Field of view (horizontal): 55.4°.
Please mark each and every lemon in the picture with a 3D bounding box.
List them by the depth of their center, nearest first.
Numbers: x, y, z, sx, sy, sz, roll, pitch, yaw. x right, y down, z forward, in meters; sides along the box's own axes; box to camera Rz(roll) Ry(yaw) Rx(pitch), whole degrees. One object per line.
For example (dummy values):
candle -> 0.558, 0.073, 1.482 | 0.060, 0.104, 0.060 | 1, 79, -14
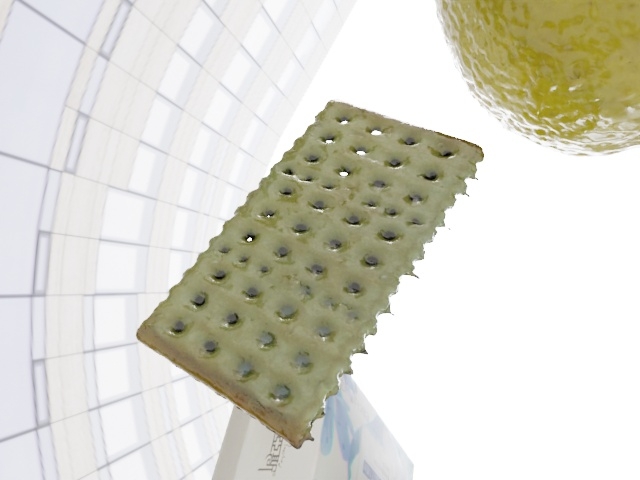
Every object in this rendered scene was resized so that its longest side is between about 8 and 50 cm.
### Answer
lemon -> 0.217, -0.219, 0.484 | 0.268, 0.268, 0.322 | -27, -108, 8

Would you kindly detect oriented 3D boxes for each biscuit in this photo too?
biscuit -> 0.000, 0.000, 0.395 | 0.139, 0.016, 0.231 | 25, -116, 27

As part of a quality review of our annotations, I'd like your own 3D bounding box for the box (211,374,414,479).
box -> 0.003, 0.276, 0.647 | 0.116, 0.274, 0.203 | -8, -136, 25
